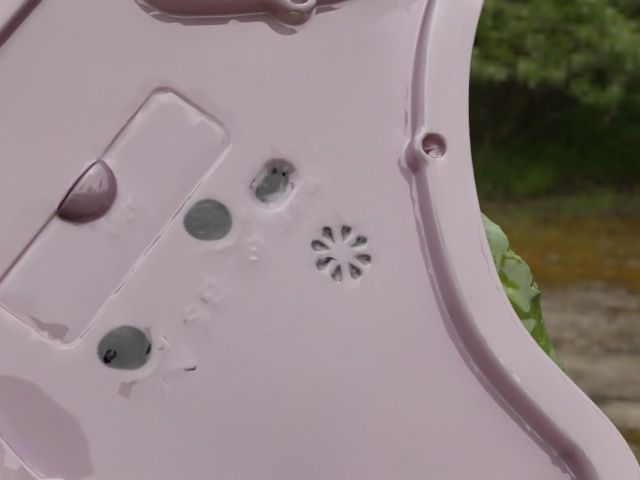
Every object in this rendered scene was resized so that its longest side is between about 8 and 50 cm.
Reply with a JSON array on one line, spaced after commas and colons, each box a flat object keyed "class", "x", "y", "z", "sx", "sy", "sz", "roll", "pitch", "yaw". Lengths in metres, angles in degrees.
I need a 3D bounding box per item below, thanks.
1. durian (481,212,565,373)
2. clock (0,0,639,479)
[{"class": "durian", "x": 0.047, "y": 0.078, "z": 0.893, "sx": 0.139, "sy": 0.250, "sz": 0.101, "roll": -25, "pitch": 14, "yaw": -3}, {"class": "clock", "x": 0.000, "y": 0.000, "z": 0.616, "sx": 0.275, "sy": 0.290, "sz": 0.080, "roll": 33, "pitch": -26, "yaw": -1}]
